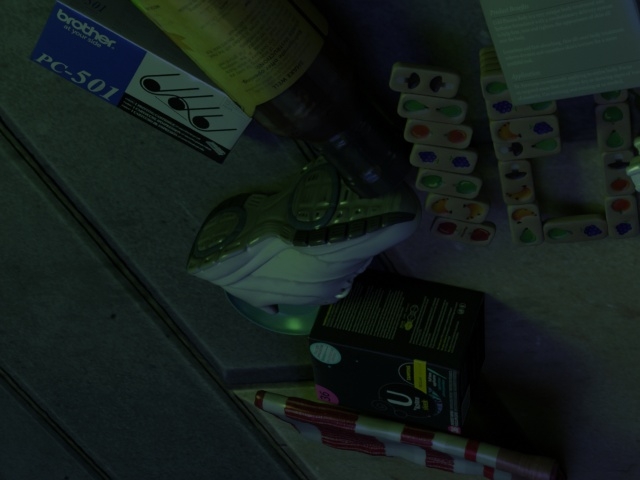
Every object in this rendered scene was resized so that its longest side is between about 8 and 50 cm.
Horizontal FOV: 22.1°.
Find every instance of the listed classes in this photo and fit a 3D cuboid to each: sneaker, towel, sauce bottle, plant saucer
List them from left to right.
[{"bbox_3d":[-0.045,-0.162,1.391,0.111,0.111,0.344,-14,133,40],"label":"sauce bottle"},{"bbox_3d":[-0.045,0.058,1.758,0.119,0.021,0.119,15,144,11],"label":"plant saucer"},{"bbox_3d":[0.000,0.000,1.598,0.129,0.111,0.297,38,149,-28],"label":"sneaker"},{"bbox_3d":[0.106,0.229,1.805,0.329,0.037,0.237,12,169,15],"label":"towel"}]

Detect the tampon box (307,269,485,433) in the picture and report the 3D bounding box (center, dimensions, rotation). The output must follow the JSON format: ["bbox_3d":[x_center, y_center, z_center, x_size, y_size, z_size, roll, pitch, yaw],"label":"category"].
[{"bbox_3d":[0.080,0.112,1.692,0.161,0.101,0.120,11,143,15],"label":"tampon box"}]

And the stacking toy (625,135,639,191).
[{"bbox_3d":[0.386,-0.034,1.380,0.167,0.052,0.221,-20,127,44],"label":"stacking toy"}]

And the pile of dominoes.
[{"bbox_3d":[0.173,-0.066,1.418,0.196,0.040,0.251,-6,138,11],"label":"pile of dominoes"}]

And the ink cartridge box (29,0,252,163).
[{"bbox_3d":[-0.158,-0.158,1.516,0.207,0.046,0.097,29,143,-9],"label":"ink cartridge box"}]

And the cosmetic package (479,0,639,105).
[{"bbox_3d":[0.170,-0.222,1.128,0.127,0.107,0.238,-3,110,41],"label":"cosmetic package"}]
